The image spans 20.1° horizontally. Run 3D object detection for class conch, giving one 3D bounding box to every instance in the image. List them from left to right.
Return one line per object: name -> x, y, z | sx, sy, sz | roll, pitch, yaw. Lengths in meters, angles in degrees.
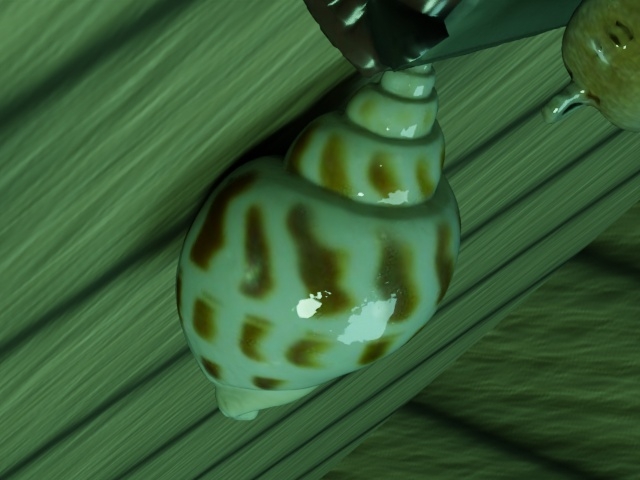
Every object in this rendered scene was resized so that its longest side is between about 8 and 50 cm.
conch -> 0.000, 0.000, 1.188 | 0.275, 0.183, 0.149 | -43, 136, 10

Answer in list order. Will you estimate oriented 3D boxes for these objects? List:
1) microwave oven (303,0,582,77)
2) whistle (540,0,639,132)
microwave oven -> 0.088, -0.185, 0.628 | 0.188, 0.178, 0.247 | -41, 168, 36
whistle -> 0.163, -0.102, 0.582 | 0.220, 0.057, 0.107 | -38, 169, 4
